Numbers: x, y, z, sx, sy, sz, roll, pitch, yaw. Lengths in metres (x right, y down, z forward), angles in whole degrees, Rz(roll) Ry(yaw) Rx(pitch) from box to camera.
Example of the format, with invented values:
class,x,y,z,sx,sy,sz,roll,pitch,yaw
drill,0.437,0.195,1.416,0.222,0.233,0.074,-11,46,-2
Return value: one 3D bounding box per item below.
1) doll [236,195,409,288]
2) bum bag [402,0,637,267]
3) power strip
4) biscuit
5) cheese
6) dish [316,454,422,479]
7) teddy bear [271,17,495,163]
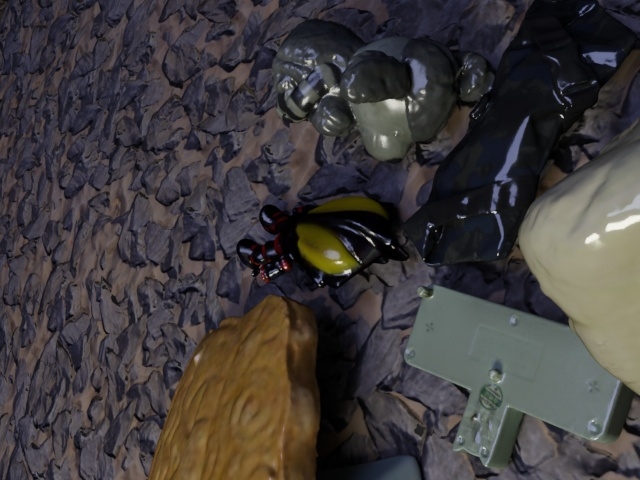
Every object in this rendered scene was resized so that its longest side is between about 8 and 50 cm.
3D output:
class,x,y,z,sx,sy,sz,roll,pitch,yaw
doll,-0.003,0.000,0.839,0.249,0.088,0.127,10,83,49
bum bag,0.191,-0.104,0.694,0.137,0.074,0.310,34,97,54
power strip,0.166,0.133,0.650,0.216,0.061,0.145,15,86,46
biscuit,-0.123,0.262,0.806,0.365,0.062,0.385,-33,43,48
cheese,0.244,-0.018,0.506,0.174,0.248,0.251,-29,51,33
dish,-0.003,0.330,0.735,0.243,0.080,0.181,-25,61,37
teddy bear,0.047,-0.164,0.797,0.251,0.171,0.144,25,114,39
